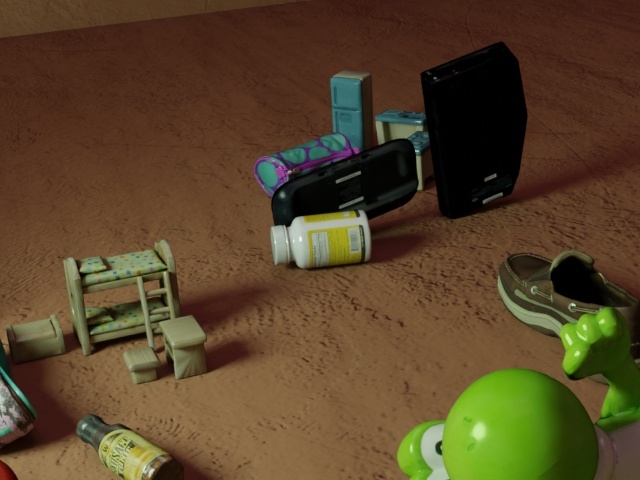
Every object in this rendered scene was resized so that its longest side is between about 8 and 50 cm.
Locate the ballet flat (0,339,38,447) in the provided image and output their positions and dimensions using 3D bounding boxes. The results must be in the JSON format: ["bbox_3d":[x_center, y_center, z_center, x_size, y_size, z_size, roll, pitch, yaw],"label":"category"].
[{"bbox_3d":[-0.337,0.139,1.161,0.079,0.077,0.221,-31,30,-12],"label":"ballet flat"}]

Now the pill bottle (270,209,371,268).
[{"bbox_3d":[0.000,0.000,1.441,0.116,0.065,0.065,-6,23,-8],"label":"pill bottle"}]

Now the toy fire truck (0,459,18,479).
[{"bbox_3d":[-0.308,0.214,0.902,0.217,0.159,0.246,0,33,10],"label":"toy fire truck"}]

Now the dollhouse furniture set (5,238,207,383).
[{"bbox_3d":[-0.228,0.081,1.231,0.181,0.101,0.161,-12,24,-19],"label":"dollhouse furniture set"}]

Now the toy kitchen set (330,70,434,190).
[{"bbox_3d":[0.088,-0.165,1.753,0.207,0.122,0.166,9,25,28],"label":"toy kitchen set"}]

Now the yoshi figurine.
[{"bbox_3d":[0.239,0.156,0.877,0.362,0.203,0.204,-6,29,0],"label":"yoshi figurine"}]

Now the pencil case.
[{"bbox_3d":[-0.020,-0.109,1.707,0.151,0.065,0.070,-23,14,-39],"label":"pencil case"}]

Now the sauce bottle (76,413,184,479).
[{"bbox_3d":[-0.171,0.188,1.046,0.042,0.042,0.128,-22,27,-38],"label":"sauce bottle"}]

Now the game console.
[{"bbox_3d":[0.103,-0.101,1.506,0.361,0.213,0.044,-23,38,-14],"label":"game console"}]

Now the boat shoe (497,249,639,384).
[{"bbox_3d":[0.266,0.051,1.239,0.095,0.095,0.257,-11,24,-18],"label":"boat shoe"}]
